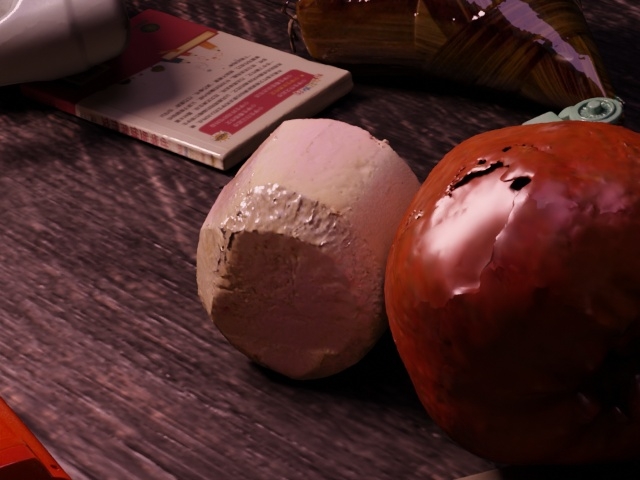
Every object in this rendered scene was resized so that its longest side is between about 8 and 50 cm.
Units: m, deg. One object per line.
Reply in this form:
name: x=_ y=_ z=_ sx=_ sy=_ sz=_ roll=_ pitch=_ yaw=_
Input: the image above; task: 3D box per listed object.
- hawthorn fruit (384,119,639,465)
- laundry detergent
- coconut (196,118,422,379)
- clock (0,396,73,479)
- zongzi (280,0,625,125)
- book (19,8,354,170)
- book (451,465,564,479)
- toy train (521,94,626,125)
hawthorn fruit: x=0.134 y=0.020 z=1.179 sx=0.211 sy=0.211 sz=0.299 roll=-7 pitch=17 yaw=-7
laundry detergent: x=-0.369 y=-0.171 z=1.590 sx=0.397 sy=0.125 sz=0.264 roll=-16 pitch=32 yaw=-11
coconut: x=0.000 y=0.000 z=1.281 sx=0.147 sy=0.147 sz=0.153 roll=10 pitch=36 yaw=20
clock: x=-0.226 y=0.130 z=1.164 sx=0.113 sy=0.061 sz=0.155 roll=-21 pitch=34 yaw=-26
zongzi: x=0.100 y=-0.152 z=1.556 sx=0.247 sy=0.111 sz=0.241 roll=-10 pitch=38 yaw=-1
book: x=-0.111 y=-0.128 z=1.606 sx=0.232 sy=0.022 sz=0.162 roll=22 pitch=42 yaw=34
book: x=0.090 y=0.219 z=1.026 sx=0.215 sy=0.025 sz=0.283 roll=-13 pitch=32 yaw=-19
toy train: x=0.204 y=-0.043 z=1.402 sx=0.099 sy=0.070 sz=0.172 roll=-24 pitch=36 yaw=-13
